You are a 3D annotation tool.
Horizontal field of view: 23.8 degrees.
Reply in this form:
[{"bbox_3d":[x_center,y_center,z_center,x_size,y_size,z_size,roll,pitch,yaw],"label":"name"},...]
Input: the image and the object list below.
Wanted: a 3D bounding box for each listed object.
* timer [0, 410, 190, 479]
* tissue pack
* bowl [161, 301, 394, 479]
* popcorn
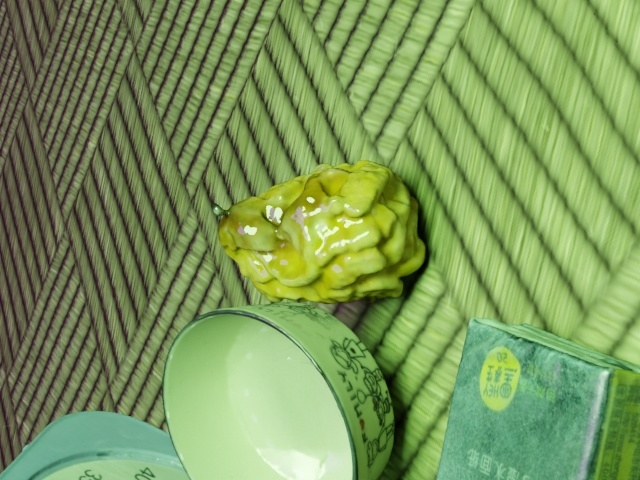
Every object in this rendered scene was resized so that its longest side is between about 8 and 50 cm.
[{"bbox_3d":[-0.157,0.334,1.460,0.395,0.395,0.173,55,129,51],"label":"timer"},{"bbox_3d":[0.165,0.203,1.156,0.185,0.081,0.257,19,100,61],"label":"tissue pack"},{"bbox_3d":[-0.025,0.158,1.422,0.238,0.126,0.237,16,117,34],"label":"bowl"},{"bbox_3d":[0.009,-0.003,1.436,0.194,0.163,0.140,-11,93,28],"label":"popcorn"}]
